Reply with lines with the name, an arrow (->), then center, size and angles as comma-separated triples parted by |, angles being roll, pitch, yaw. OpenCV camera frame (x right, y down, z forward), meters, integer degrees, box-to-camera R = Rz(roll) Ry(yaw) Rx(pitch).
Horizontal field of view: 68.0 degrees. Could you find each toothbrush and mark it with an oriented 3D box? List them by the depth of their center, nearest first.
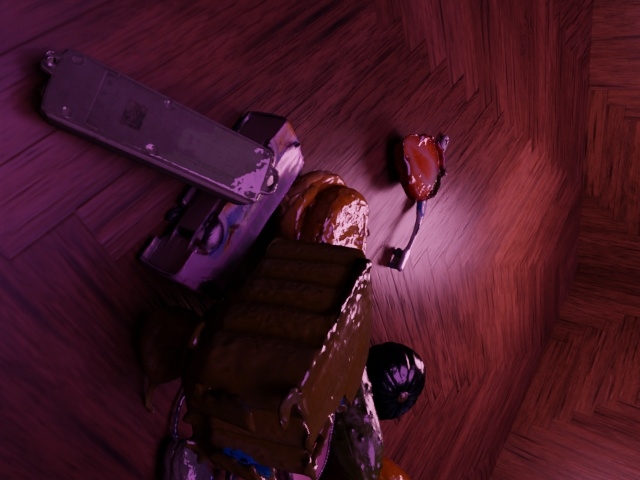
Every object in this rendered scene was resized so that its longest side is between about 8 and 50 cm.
toothbrush -> 0.258, -0.099, 1.182 | 0.040, 0.040, 0.386 | 40, 69, -50

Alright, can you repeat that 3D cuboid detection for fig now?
fig -> -0.200, 0.172, 0.642 | 0.093, 0.093, 0.166 | -3, 101, -52

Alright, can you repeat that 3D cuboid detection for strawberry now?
strawberry -> 0.212, -0.167, 1.070 | 0.187, 0.082, 0.146 | 42, 63, -43

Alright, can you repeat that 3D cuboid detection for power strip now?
power strip -> -0.173, -0.117, 0.538 | 0.272, 0.052, 0.078 | 23, 80, -29

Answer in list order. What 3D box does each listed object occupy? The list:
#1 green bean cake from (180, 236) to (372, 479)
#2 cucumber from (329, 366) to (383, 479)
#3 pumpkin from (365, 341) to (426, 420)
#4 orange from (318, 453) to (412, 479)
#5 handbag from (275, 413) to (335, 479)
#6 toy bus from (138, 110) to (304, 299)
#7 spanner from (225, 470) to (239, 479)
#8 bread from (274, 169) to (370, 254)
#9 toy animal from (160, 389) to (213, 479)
green bean cake -> -0.058, 0.171, 0.632 | 0.310, 0.202, 0.285 | -55, 150, -55
cucumber -> 0.064, 0.372, 0.925 | 0.134, 0.134, 0.244 | 26, 40, -52
pumpkin -> 0.153, 0.325, 1.098 | 0.194, 0.150, 0.194 | -6, 100, -42
orange -> 0.052, 0.569, 0.970 | 0.310, 0.274, 0.274 | -1, 103, -25
handbag -> -0.052, 0.321, 0.837 | 0.179, 0.116, 0.205 | 57, 46, -52
toy bus -> -0.125, -0.050, 0.669 | 0.274, 0.090, 0.112 | -59, 147, -19
spanner -> -0.150, 0.290, 0.773 | 0.087, 0.024, 0.316 | -51, 142, -56
bread -> 0.002, -0.001, 0.817 | 0.198, 0.120, 0.236 | -33, 130, -53
toy animal -> -0.202, 0.310, 0.721 | 0.079, 0.070, 0.253 | 31, 60, -87
